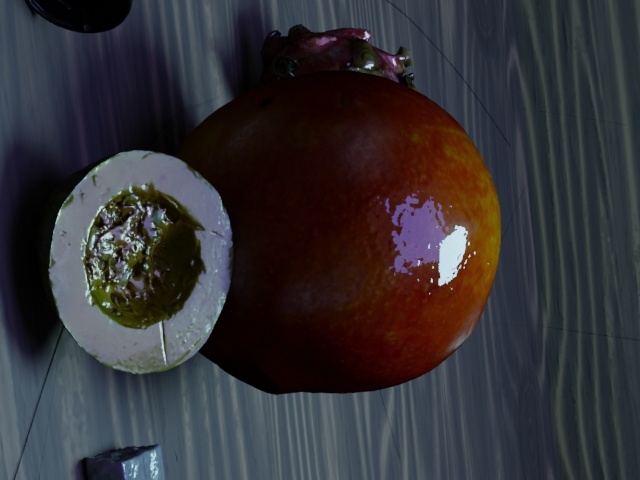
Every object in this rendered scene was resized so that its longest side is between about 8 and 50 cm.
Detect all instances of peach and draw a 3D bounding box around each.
[{"bbox_3d":[0.000,0.000,2.091,0.388,0.388,0.388,-3,90,-71],"label":"peach"}]

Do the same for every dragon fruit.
[{"bbox_3d":[0.019,-0.176,2.417,0.282,0.211,0.147,56,29,-42],"label":"dragon fruit"}]

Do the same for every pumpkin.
[{"bbox_3d":[-0.199,0.015,1.892,0.217,0.110,0.217,-9,104,-41],"label":"pumpkin"}]

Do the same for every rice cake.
[{"bbox_3d":[-0.182,0.353,1.985,0.106,0.050,0.298,-29,114,-69],"label":"rice cake"}]

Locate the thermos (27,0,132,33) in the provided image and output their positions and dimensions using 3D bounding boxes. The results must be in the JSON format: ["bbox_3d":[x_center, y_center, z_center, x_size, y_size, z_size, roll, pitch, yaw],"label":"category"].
[{"bbox_3d":[-0.202,-0.352,1.960,0.136,0.110,0.330,66,28,-44],"label":"thermos"}]
